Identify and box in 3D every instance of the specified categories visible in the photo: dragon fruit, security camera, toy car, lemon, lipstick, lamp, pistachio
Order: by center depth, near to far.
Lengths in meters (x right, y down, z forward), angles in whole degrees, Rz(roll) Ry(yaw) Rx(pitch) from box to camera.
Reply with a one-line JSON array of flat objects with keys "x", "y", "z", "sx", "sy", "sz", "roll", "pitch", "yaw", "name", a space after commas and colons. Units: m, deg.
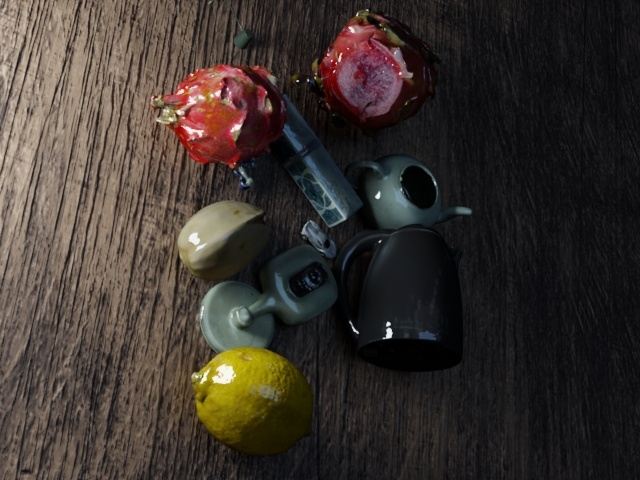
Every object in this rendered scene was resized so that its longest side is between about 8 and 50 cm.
[{"x": -0.116, "y": 0.282, "z": 1.749, "sx": 0.257, "sy": 0.188, "sz": 0.188, "roll": 33, "pitch": 56, "yaw": -27, "name": "lemon"}, {"x": -0.175, "y": -0.005, "z": 1.856, "sx": 0.238, "sy": 0.153, "sz": 0.137, "roll": -32, "pitch": 102, "yaw": -66, "name": "pistachio"}, {"x": -0.191, "y": -0.239, "z": 1.891, "sx": 0.268, "sy": 0.205, "sz": 0.210, "roll": 0, "pitch": 72, "yaw": -35, "name": "dragon fruit"}, {"x": -0.096, "y": 0.117, "z": 1.905, "sx": 0.302, "sy": 0.080, "sz": 0.157, "roll": -30, "pitch": 91, "yaw": -37, "name": "security camera"}, {"x": 0.000, "y": 0.000, "z": 2.050, "sx": 0.093, "sy": 0.025, "sz": 0.041, "roll": 43, "pitch": 54, "yaw": -14, "name": "toy car"}, {"x": -0.025, "y": -0.162, "z": 2.063, "sx": 0.289, "sy": 0.077, "sz": 0.076, "roll": 53, "pitch": 50, "yaw": -8, "name": "lipstick"}, {"x": -0.183, "y": -0.464, "z": 2.085, "sx": 0.121, "sy": 0.054, "sz": 0.041, "roll": 52, "pitch": 51, "yaw": -8, "name": "lamp"}, {"x": 0.118, "y": -0.356, "z": 2.149, "sx": 0.250, "sy": 0.269, "sz": 0.291, "roll": 44, "pitch": 17, "yaw": -4, "name": "dragon fruit"}]

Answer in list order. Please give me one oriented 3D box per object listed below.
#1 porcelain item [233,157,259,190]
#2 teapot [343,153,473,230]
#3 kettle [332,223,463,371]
[{"x": -0.160, "y": -0.171, "z": 2.006, "sx": 0.075, "sy": 0.021, "sz": 0.136, "roll": 24, "pitch": 59, "yaw": -22, "name": "porcelain item"}, {"x": 0.178, "y": -0.098, "z": 2.151, "sx": 0.294, "sy": 0.129, "sz": 0.193, "roll": 25, "pitch": 58, "yaw": -26, "name": "teapot"}, {"x": 0.157, "y": 0.100, "z": 2.023, "sx": 0.268, "sy": 0.207, "sz": 0.290, "roll": 4, "pitch": 67, "yaw": 3, "name": "kettle"}]
